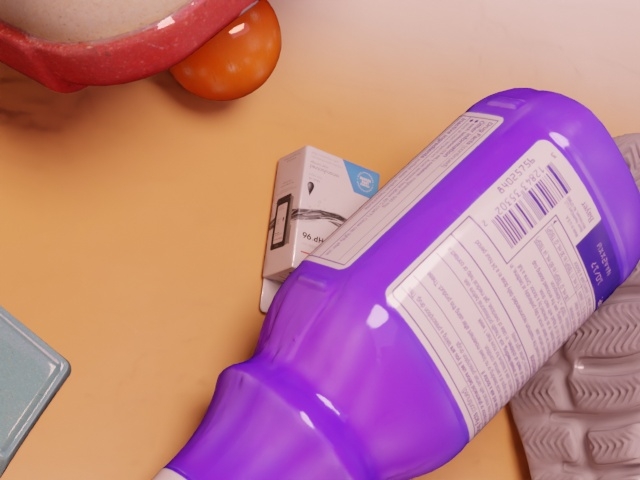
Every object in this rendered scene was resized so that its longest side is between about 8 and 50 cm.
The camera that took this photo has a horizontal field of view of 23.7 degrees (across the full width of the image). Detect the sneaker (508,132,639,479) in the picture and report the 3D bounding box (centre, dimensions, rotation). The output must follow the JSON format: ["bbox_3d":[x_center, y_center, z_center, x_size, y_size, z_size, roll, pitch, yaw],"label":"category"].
[{"bbox_3d":[0.202,0.108,0.848,0.180,0.124,0.321,9,83,-38],"label":"sneaker"}]

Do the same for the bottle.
[{"bbox_3d":[0.035,0.049,0.722,0.283,0.092,0.118,-43,121,-21],"label":"bottle"}]

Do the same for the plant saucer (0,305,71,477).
[{"bbox_3d":[-0.189,0.019,0.642,0.192,0.018,0.067,42,56,-18],"label":"plant saucer"}]

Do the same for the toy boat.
[{"bbox_3d":[-0.056,-0.132,0.718,0.231,0.151,0.151,-42,140,-24],"label":"toy boat"}]

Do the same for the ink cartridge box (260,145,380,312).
[{"bbox_3d":[0.000,0.000,0.775,0.048,0.028,0.083,19,67,-31],"label":"ink cartridge box"}]
